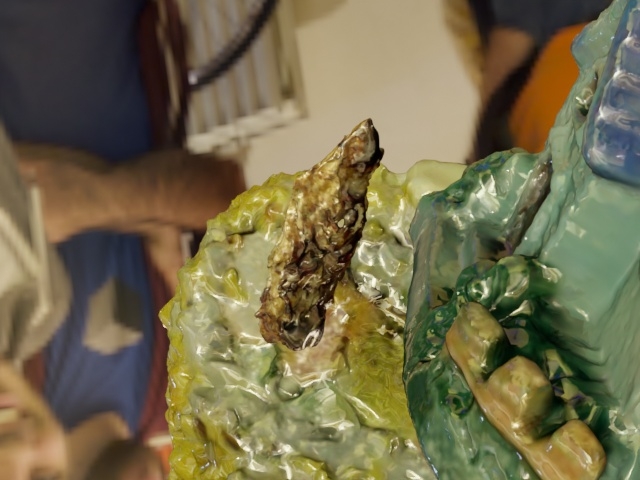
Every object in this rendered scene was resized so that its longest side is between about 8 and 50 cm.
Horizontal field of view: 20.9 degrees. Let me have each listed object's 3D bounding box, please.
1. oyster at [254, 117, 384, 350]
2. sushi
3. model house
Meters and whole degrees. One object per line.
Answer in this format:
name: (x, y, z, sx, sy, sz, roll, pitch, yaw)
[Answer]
oyster: (0.001, 0.001, 0.889, 0.029, 0.086, 0.132, 29, 146, 21)
sushi: (0.058, 0.112, 1.496, 0.396, 0.351, 0.240, 17, 167, 3)
model house: (0.218, -0.006, 0.927, 0.252, 0.295, 0.329, 22, 127, -9)
